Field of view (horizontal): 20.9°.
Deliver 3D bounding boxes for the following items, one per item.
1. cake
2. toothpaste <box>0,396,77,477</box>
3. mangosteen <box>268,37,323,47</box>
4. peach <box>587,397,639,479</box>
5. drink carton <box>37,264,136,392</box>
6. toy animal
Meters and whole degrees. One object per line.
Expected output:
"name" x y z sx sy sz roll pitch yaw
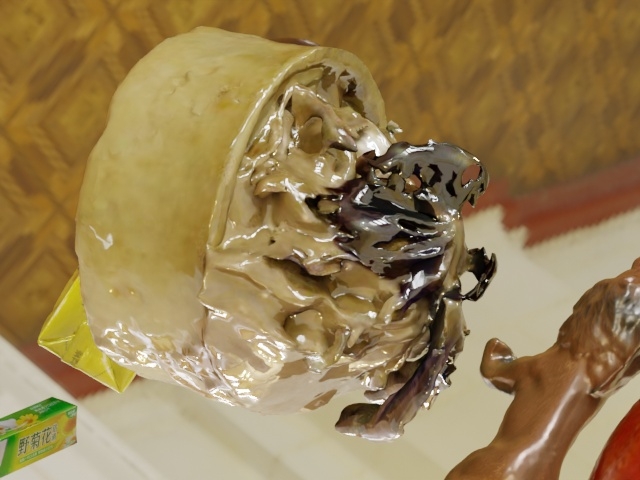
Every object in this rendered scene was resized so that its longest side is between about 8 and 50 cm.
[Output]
"cake" 0.004 -0.002 1.435 0.332 0.321 0.332 -40 137 -51
"toothpaste" -0.304 0.199 1.673 0.178 0.037 0.043 -21 122 -55
"mangosteen" -0.066 -0.112 2.020 0.261 0.235 0.235 -15 156 17
"peach" 0.357 0.212 1.248 0.370 0.370 0.370 -37 147 -29
"drink carton" -0.146 -0.029 1.751 0.351 0.111 0.154 -55 -172 8
"toy animal" 0.177 0.138 1.382 0.312 0.097 0.157 -55 -167 -20
